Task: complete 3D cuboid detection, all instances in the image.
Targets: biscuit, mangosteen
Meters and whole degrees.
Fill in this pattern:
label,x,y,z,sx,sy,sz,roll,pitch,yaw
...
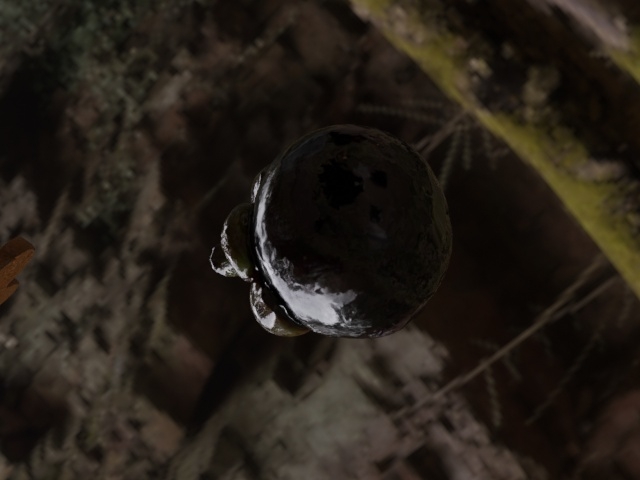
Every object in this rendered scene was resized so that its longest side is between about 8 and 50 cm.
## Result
label,x,y,z,sx,sy,sz,roll,pitch,yaw
biscuit,-0.398,0.079,1.730,0.036,0.250,0.165,45,-151,3
mangosteen,0.000,0.000,1.491,0.211,0.250,0.211,37,-133,-54
